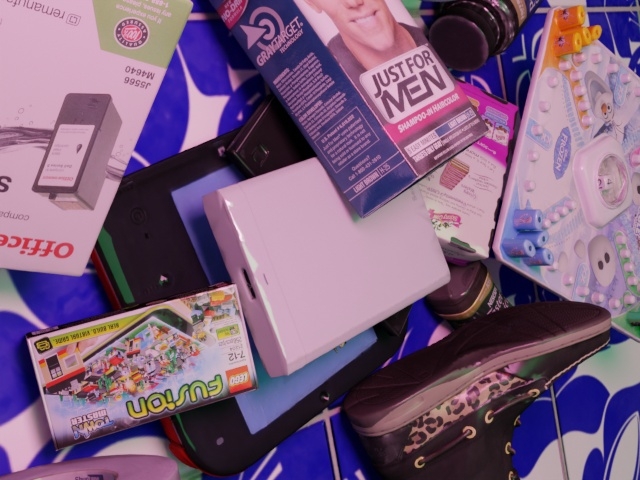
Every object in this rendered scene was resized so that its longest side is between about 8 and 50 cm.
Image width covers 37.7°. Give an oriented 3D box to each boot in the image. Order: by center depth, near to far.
[{"bbox_3d":[0.237,0.260,1.241,0.378,0.138,0.284,-22,106,-18],"label":"boot"}]

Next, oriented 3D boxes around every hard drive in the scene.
[{"bbox_3d":[0.020,0.003,1.067,0.308,0.040,0.203,-24,95,-46],"label":"hard drive"}]

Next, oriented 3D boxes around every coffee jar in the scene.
[{"bbox_3d":[0.228,0.105,1.342,0.184,0.079,0.096,48,56,-29],"label":"coffee jar"}]

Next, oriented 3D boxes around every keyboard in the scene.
[{"bbox_3d":[0.000,0.000,1.098,0.317,0.033,0.201,48,49,-23],"label":"keyboard"}]

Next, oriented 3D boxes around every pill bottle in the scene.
[{"bbox_3d":[0.247,-0.345,1.372,0.122,0.123,0.219,56,52,-25],"label":"pill bottle"}]

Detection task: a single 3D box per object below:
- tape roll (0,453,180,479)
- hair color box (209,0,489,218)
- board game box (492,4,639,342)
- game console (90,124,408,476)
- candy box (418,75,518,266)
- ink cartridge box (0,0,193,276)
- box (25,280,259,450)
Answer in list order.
[{"bbox_3d":[-0.224,0.244,0.795,0.219,0.219,0.072,-8,90,-44],"label":"tape roll"},{"bbox_3d":[0.025,-0.217,1.072,0.347,0.105,0.174,55,44,1],"label":"hair color box"},{"bbox_3d":[0.430,-0.088,1.382,0.390,0.050,0.389,27,71,-36],"label":"board game box"},{"bbox_3d":[-0.063,0.043,1.081,0.387,0.060,0.341,-30,107,-42],"label":"game console"},{"bbox_3d":[0.167,-0.101,1.275,0.159,0.071,0.233,22,69,-18],"label":"candy box"},{"bbox_3d":[-0.258,-0.117,0.780,0.198,0.115,0.272,9,113,-43],"label":"ink cartridge box"},{"bbox_3d":[-0.173,0.120,0.926,0.207,0.036,0.114,-15,97,-19],"label":"box"}]
